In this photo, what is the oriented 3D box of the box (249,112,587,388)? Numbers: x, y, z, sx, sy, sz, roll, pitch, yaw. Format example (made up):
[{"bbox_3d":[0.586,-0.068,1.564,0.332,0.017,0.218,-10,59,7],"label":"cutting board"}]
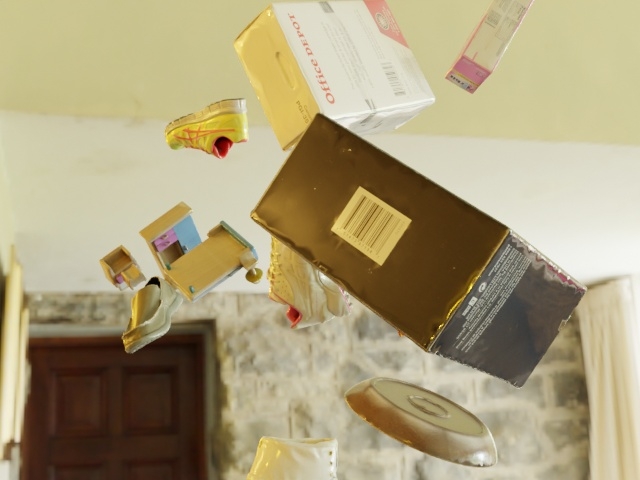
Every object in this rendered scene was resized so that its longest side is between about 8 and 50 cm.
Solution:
[{"bbox_3d":[0.138,0.017,1.316,0.343,0.179,0.312,36,4,35],"label":"box"}]

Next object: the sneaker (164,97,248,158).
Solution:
[{"bbox_3d":[-0.207,-0.188,1.743,0.208,0.094,0.081,-16,2,45],"label":"sneaker"}]

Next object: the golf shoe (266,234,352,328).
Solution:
[{"bbox_3d":[-0.052,0.047,1.786,0.140,0.115,0.306,-26,-60,3],"label":"golf shoe"}]

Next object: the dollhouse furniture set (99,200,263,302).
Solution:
[{"bbox_3d":[-0.315,0.102,2.325,0.286,0.303,0.198,-38,-41,-19],"label":"dollhouse furniture set"}]

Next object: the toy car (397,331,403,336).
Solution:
[{"bbox_3d":[0.151,0.097,1.602,0.060,0.122,0.040,-12,2,-26],"label":"toy car"}]

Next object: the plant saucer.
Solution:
[{"bbox_3d":[0.197,0.332,1.813,0.310,0.050,0.310,22,6,-3],"label":"plant saucer"}]

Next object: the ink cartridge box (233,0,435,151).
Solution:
[{"bbox_3d":[0.025,-0.275,1.558,0.283,0.207,0.117,-17,-12,-45],"label":"ink cartridge box"}]

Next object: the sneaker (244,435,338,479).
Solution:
[{"bbox_3d":[0.022,0.389,1.446,0.292,0.169,0.108,24,-12,-21],"label":"sneaker"}]

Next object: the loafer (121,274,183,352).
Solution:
[{"bbox_3d":[-0.349,0.143,1.910,0.094,0.087,0.251,-31,13,12],"label":"loafer"}]

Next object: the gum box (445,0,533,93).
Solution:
[{"bbox_3d":[0.300,-0.363,1.682,0.062,0.188,0.107,31,-14,-2],"label":"gum box"}]
